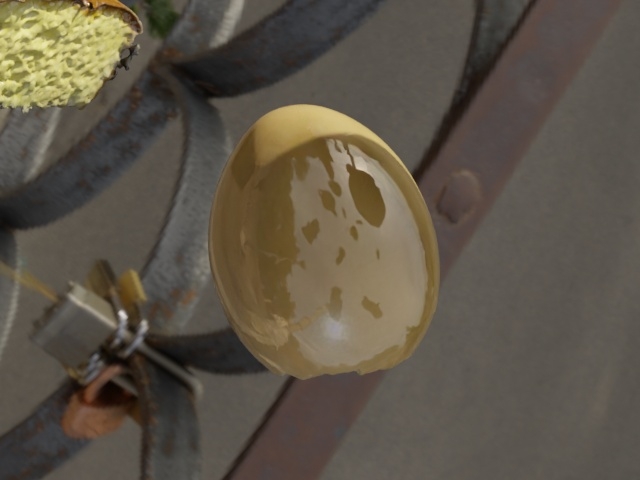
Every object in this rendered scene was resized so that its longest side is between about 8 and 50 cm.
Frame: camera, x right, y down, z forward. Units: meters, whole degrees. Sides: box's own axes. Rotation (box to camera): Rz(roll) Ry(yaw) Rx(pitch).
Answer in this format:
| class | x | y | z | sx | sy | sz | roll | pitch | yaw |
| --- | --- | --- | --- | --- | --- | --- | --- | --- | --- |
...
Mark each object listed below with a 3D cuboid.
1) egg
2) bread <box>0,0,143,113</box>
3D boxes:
| class | x | y | z | sx | sy | sz | roll | pitch | yaw |
| --- | --- | --- | --- | --- | --- | --- | --- | --- | --- |
| egg | 0.000 | 0.000 | 1.074 | 0.201 | 0.201 | 0.244 | -23 | 113 | -22 |
| bread | -0.291 | -0.198 | 1.108 | 0.129 | 0.134 | 0.260 | -54 | 159 | 20 |
